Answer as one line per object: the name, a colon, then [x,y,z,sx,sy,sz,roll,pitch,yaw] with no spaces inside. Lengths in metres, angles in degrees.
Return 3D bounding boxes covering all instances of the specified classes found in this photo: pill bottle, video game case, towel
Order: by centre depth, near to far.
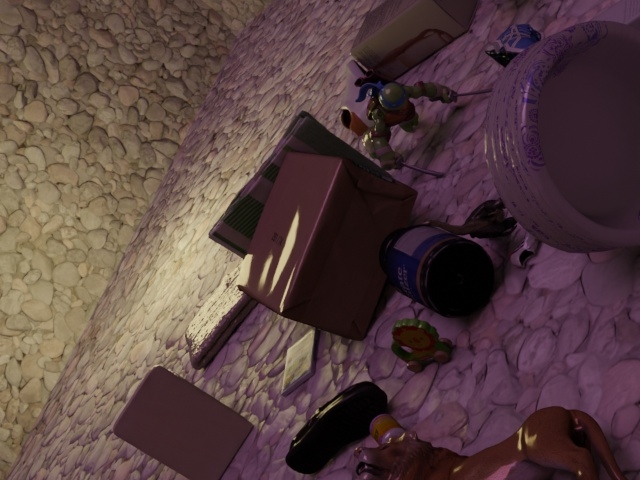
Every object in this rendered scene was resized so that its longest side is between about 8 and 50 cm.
pill bottle: [0.104,0.288,1.493,0.043,0.043,0.083,-54,20,0]
pill bottle: [0.175,0.041,1.619,0.123,0.123,0.219,-55,20,-3]
video game case: [-0.038,0.230,1.938,0.087,0.011,0.122,-41,24,30]
towel: [-0.046,-0.076,2.103,0.325,0.248,0.038,-51,26,10]
towel: [-0.223,0.160,2.394,0.282,0.049,0.187,-51,20,7]

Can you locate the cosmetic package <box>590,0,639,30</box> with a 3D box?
cosmetic package: [0.513,-0.321,1.474,0.231,0.117,0.085,-35,27,43]

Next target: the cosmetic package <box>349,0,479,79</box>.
cosmetic package: [0.220,-0.510,2.385,0.296,0.129,0.153,-27,32,52]

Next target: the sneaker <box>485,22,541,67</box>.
sneaker: [0.374,-0.362,1.889,0.081,0.080,0.211,-55,22,5]

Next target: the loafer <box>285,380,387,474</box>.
loafer: [0.020,0.285,1.628,0.220,0.080,0.078,-42,24,28]

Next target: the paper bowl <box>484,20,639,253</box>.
paper bowl: [0.337,-0.125,1.308,0.284,0.284,0.148,-61,17,-18]

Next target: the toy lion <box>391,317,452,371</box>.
toy lion: [0.144,0.154,1.546,0.100,0.096,0.034,-30,31,48]

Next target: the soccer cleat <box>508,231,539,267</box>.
soccer cleat: [0.313,0.004,1.519,0.083,0.029,0.035,-55,29,5]

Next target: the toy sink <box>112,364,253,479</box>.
toy sink: [-0.277,0.346,1.954,0.153,0.234,0.131,-58,21,-8]

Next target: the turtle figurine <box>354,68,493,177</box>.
turtle figurine: [0.185,-0.220,2.043,0.266,0.274,0.198,138,144,-85]

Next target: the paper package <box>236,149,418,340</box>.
paper package: [0.000,0.000,1.910,0.310,0.168,0.325,-70,21,0]

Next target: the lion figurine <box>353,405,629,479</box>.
lion figurine: [0.208,0.283,1.196,0.392,0.142,0.240,-25,24,27]

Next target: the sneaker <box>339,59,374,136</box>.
sneaker: [0.083,-0.341,2.441,0.123,0.106,0.290,-44,24,17]

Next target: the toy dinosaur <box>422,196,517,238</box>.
toy dinosaur: [0.259,-0.035,1.541,0.118,0.064,0.268,-24,-11,26]
